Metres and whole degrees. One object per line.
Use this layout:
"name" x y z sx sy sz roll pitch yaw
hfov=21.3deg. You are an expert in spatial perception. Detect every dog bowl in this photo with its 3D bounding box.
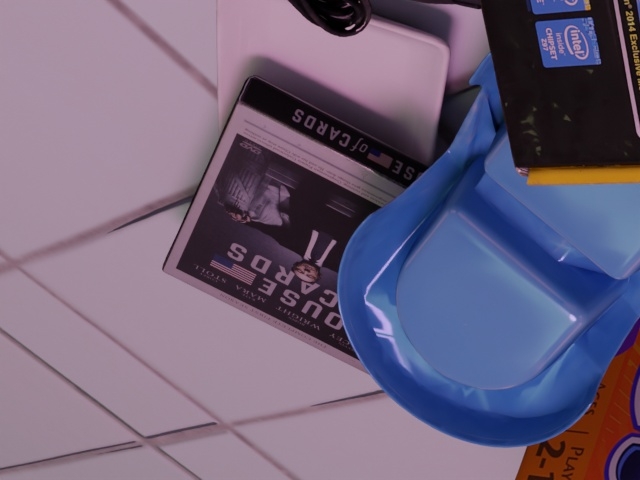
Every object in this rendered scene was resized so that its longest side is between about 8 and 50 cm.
"dog bowl" 0.131 -0.011 0.950 0.166 0.074 0.297 40 129 5

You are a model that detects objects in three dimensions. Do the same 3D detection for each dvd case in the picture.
"dvd case" 0.000 0.000 1.134 0.179 0.030 0.239 27 148 -3

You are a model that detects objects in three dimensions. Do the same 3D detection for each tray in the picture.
"tray" 0.006 -0.069 1.084 0.145 0.030 0.270 20 149 10

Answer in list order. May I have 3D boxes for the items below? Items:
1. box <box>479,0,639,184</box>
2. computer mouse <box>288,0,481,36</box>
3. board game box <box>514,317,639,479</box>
"box" 0.167 -0.183 0.624 0.257 0.079 0.322 1 114 37
"computer mouse" 0.080 -0.131 0.849 0.262 0.060 0.184 -3 174 24
"board game box" 0.327 0.267 1.043 0.356 0.357 0.356 4 143 32
